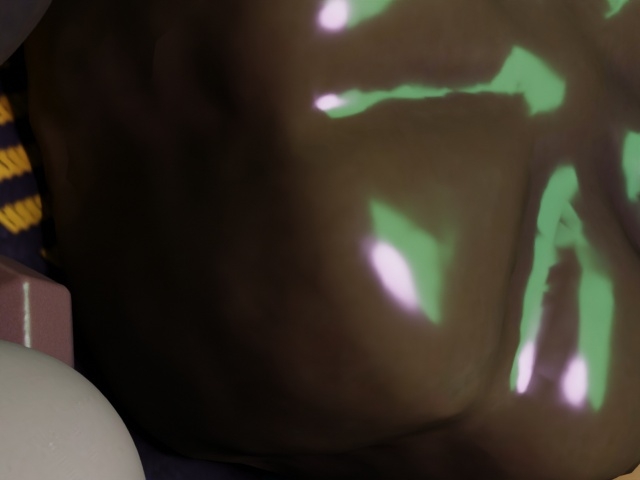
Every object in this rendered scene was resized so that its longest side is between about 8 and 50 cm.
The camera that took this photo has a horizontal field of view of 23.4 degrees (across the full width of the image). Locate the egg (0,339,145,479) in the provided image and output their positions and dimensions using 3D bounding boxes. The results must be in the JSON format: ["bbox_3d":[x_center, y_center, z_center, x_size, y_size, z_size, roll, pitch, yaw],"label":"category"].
[{"bbox_3d":[-0.165,0.130,0.565,0.242,0.186,0.186,-33,108,-41],"label":"egg"}]

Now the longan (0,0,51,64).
[{"bbox_3d":[-0.193,-0.148,0.704,0.167,0.167,0.187,41,64,-49],"label":"longan"}]

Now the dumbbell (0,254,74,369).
[{"bbox_3d":[-0.203,0.033,0.669,0.082,0.092,0.231,55,16,27],"label":"dumbbell"}]

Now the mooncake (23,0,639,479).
[{"bbox_3d":[0.057,-0.073,0.942,0.467,0.262,0.467,10,75,-43],"label":"mooncake"}]

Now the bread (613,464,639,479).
[{"bbox_3d":[0.168,0.272,1.074,0.394,0.250,0.361,-16,111,-59],"label":"bread"}]
